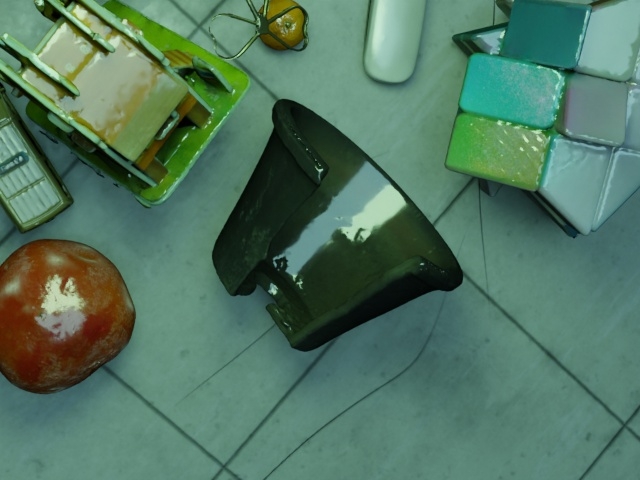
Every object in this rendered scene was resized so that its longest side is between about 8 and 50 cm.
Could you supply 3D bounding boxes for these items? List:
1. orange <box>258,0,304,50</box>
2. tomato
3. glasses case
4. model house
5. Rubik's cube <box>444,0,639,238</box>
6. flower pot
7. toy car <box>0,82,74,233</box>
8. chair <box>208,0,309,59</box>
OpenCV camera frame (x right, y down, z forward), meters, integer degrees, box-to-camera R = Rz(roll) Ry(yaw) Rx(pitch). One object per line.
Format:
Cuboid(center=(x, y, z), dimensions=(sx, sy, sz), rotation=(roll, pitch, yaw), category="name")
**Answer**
Cuboid(center=(-0.061, -0.339, 1.627), dimensions=(0.083, 0.083, 0.084), rotation=(-1, 93, -12), category="orange")
Cuboid(center=(-0.390, 0.107, 1.526), dimensions=(0.232, 0.188, 0.232), rotation=(0, 91, -13), category="tomato")
Cuboid(center=(0.122, -0.370, 1.673), dimensions=(0.092, 0.059, 0.234), rotation=(6, 91, -14), category="glasses case")
Cuboid(center=(-0.330, -0.266, 1.404), dimensions=(0.357, 0.313, 0.242), rotation=(35, 83, 31), category="model house")
Cuboid(center=(0.370, -0.203, 1.593), dimensions=(0.387, 0.358, 0.368), rotation=(-45, 99, 4), category="Rubik's cube")
Cuboid(center=(0.000, 0.000, 1.561), dimensions=(0.379, 0.379, 0.251), rotation=(41, 105, -11), category="flower pot")
Cuboid(center=(-0.468, -0.136, 1.529), dimensions=(0.101, 0.124, 0.257), rotation=(-33, 100, -10), category="toy car")
Cuboid(center=(-0.141, -0.431, 1.558), dimensions=(0.159, 0.170, 0.326), rotation=(-12, 97, -30), category="chair")
